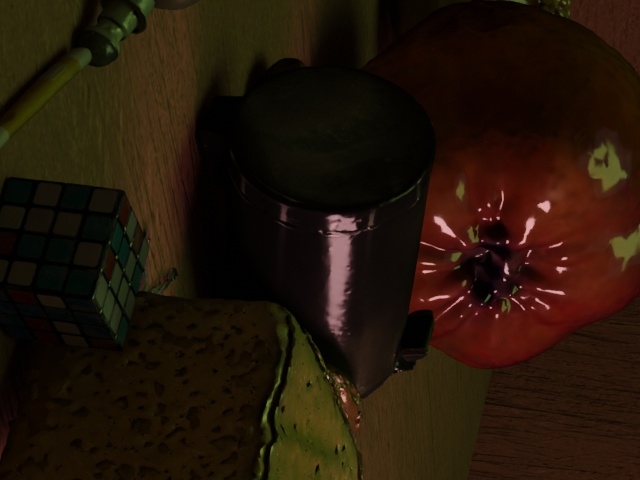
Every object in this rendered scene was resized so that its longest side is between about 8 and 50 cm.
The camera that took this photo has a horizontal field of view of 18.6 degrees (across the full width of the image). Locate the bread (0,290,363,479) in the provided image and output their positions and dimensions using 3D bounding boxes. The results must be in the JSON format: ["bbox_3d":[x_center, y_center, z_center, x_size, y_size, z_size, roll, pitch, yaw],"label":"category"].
[{"bbox_3d":[-0.110,0.200,1.531,0.315,0.248,0.279,70,28,-45],"label":"bread"}]

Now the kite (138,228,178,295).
[{"bbox_3d":[-0.157,0.054,1.787,0.156,0.011,0.139,-50,147,-67],"label":"kite"}]

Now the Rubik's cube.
[{"bbox_3d":[-0.187,0.018,1.432,0.092,0.092,0.092,75,26,-61],"label":"Rubik's cube"}]

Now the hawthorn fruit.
[{"bbox_3d":[0.211,-0.095,2.401,0.472,0.472,0.471,7,90,-78],"label":"hawthorn fruit"}]

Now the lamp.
[{"bbox_3d":[-0.144,-0.201,1.563,0.163,0.091,0.091,-56,156,-28],"label":"lamp"}]

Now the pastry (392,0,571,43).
[{"bbox_3d":[0.239,-0.356,2.803,0.409,0.245,0.409,6,90,-80],"label":"pastry"}]

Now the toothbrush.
[{"bbox_3d":[-0.221,-0.086,1.389,0.288,0.021,0.024,-61,149,-59],"label":"toothbrush"}]

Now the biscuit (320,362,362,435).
[{"bbox_3d":[-0.057,0.199,1.951,0.042,0.226,0.226,53,-20,38],"label":"biscuit"}]

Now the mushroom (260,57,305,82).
[{"bbox_3d":[-0.044,-0.138,2.092,0.123,0.052,0.123,9,90,-85],"label":"mushroom"}]

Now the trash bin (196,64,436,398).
[{"bbox_3d":[0.000,0.000,1.966,0.301,0.252,0.203,94,12,-47],"label":"trash bin"}]
